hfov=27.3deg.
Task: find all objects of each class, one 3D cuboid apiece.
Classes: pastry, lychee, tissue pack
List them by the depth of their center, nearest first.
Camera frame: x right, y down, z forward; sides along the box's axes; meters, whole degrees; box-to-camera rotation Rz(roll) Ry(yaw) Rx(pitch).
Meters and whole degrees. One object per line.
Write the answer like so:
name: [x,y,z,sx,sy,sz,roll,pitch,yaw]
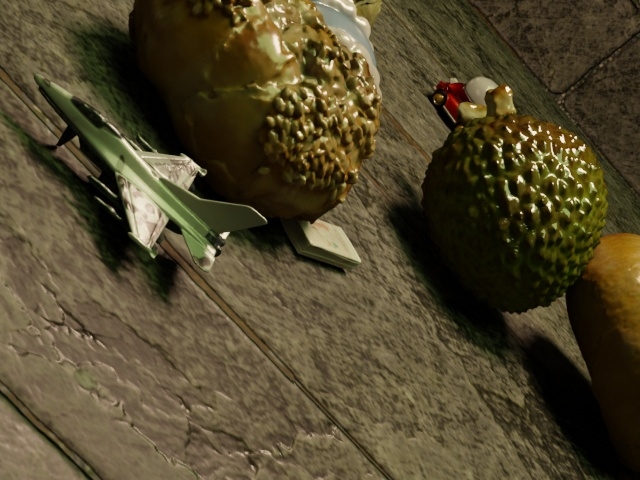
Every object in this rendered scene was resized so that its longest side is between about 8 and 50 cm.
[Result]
pastry: [-0.054,-0.174,1.399,0.311,0.162,0.255,57,37,6]
tissue pack: [0.000,0.000,1.472,0.108,0.023,0.056,22,33,-54]
lychee: [0.263,-0.053,1.812,0.270,0.270,0.320,44,55,-18]
pastry: [0.448,0.163,1.864,0.356,0.163,0.356,-16,90,-75]

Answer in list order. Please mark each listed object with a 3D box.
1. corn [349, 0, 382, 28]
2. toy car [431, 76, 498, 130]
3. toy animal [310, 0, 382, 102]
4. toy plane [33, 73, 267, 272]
corn: [0.034,-0.359,2.074,0.122,0.123,0.305,48,20,-11]
toy car: [0.285,-0.256,2.462,0.139,0.112,0.112,54,20,8]
toy animal: [-0.009,-0.233,1.697,0.208,0.156,0.204,45,23,-26]
toy plane: [-0.162,-0.053,1.148,0.234,0.082,0.160,32,32,-6]
